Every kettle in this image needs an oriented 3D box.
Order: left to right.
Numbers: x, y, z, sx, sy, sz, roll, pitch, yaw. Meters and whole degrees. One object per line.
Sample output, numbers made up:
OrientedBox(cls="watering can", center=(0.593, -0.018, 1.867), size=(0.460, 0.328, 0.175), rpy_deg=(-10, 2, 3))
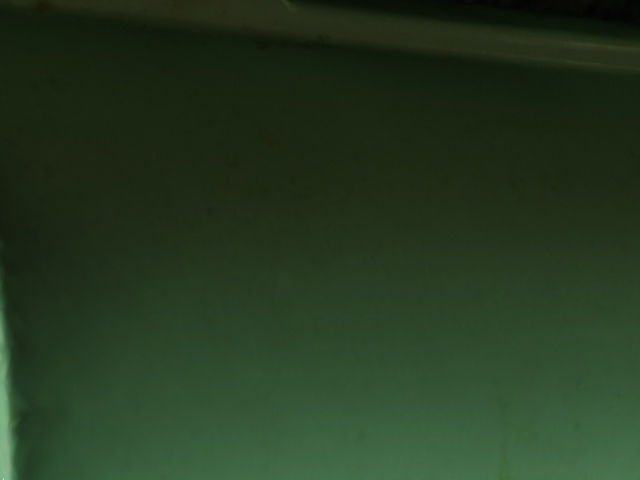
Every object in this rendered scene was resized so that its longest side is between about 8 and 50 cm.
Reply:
OrientedBox(cls="kettle", center=(0.022, -0.010, 0.522), size=(0.377, 0.250, 0.361), rpy_deg=(-2, 102, -33))
